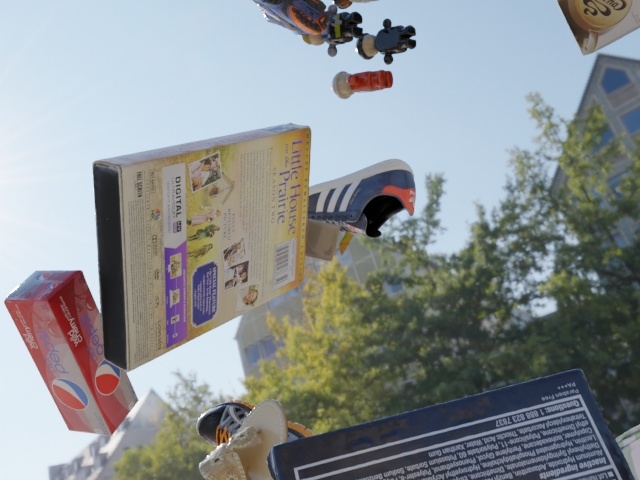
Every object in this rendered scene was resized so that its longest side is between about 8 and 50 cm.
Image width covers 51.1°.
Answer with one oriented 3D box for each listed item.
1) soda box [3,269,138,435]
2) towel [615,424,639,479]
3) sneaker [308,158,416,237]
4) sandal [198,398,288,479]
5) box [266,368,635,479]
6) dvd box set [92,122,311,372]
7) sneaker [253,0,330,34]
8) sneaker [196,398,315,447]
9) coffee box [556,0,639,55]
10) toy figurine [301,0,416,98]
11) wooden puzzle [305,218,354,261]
[{"bbox_3d":[-0.378,0.175,1.030,0.092,0.083,0.263,-1,-60,23],"label":"soda box"},{"bbox_3d":[0.630,0.357,1.108,0.324,0.038,0.248,-28,-66,0],"label":"towel"},{"bbox_3d":[0.059,-0.059,1.548,0.349,0.148,0.131,-23,-33,24],"label":"sneaker"},{"bbox_3d":[-0.127,0.316,0.867,0.079,0.088,0.240,24,-85,-50],"label":"sandal"},{"bbox_3d":[0.133,0.309,0.570,0.296,0.294,0.183,-13,-38,-4],"label":"box"},{"bbox_3d":[-0.166,-0.012,1.071,0.420,0.062,0.308,-25,-55,-50],"label":"dvd box set"},{"bbox_3d":[-0.091,-0.444,1.236,0.221,0.083,0.087,32,-20,-26],"label":"sneaker"},{"bbox_3d":[-0.108,0.299,0.997,0.214,0.084,0.083,3,17,33],"label":"sneaker"},{"bbox_3d":[0.555,-0.551,1.357,0.168,0.297,0.119,-25,2,35],"label":"coffee box"},{"bbox_3d":[0.079,-0.427,1.410,0.148,0.213,0.209,3,-35,42],"label":"toy figurine"},{"bbox_3d":[0.000,0.000,1.291,0.116,0.079,0.014,20,-3,12],"label":"wooden puzzle"}]
